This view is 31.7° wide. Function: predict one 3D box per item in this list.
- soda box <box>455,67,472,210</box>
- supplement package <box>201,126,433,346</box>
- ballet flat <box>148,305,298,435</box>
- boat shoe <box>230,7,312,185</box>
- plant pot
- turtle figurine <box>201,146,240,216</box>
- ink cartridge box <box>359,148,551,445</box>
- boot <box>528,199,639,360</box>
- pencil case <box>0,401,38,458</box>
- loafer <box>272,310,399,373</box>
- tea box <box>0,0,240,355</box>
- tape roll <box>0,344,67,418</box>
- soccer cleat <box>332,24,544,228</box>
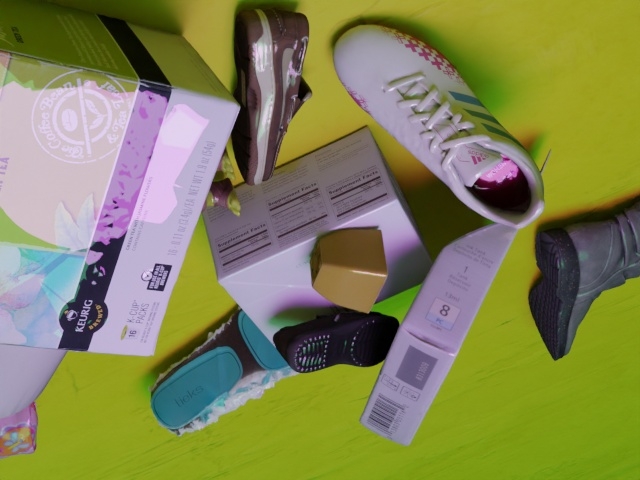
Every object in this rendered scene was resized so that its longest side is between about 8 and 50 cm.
[{"bbox_3d":[0.197,-0.135,1.552,0.069,0.074,0.216,-25,142,9],"label":"soda box"},{"bbox_3d":[0.000,0.000,1.582,0.262,0.145,0.204,-24,142,8],"label":"supplement package"},{"bbox_3d":[-0.101,0.173,1.797,0.409,0.147,0.147,-32,140,22],"label":"ballet flat"},{"bbox_3d":[-0.053,-0.171,1.396,0.095,0.095,0.257,-12,142,-17],"label":"boat shoe"},{"bbox_3d":[0.032,0.035,1.459,0.083,0.081,0.081,9,135,-16],"label":"plant pot"},{"bbox_3d":[-0.218,-0.046,1.477,0.217,0.087,0.269,-15,122,-12],"label":"turtle figurine"},{"bbox_3d":[0.195,0.071,1.630,0.091,0.385,0.308,25,147,8],"label":"ink cartridge box"},{"bbox_3d":[0.477,0.070,1.894,0.223,0.118,0.338,-19,147,-8],"label":"boot"},{"bbox_3d":[-0.581,0.288,1.734,0.284,0.124,0.124,-6,141,-13],"label":"pencil case"},{"bbox_3d":[0.023,0.130,1.581,0.220,0.078,0.080,0,112,-45],"label":"loafer"},{"bbox_3d":[-0.310,-0.075,1.232,0.324,0.220,0.329,8,115,-28],"label":"tea box"},{"bbox_3d":[-0.428,0.083,1.433,0.246,0.246,0.169,11,133,-32],"label":"tape roll"},{"bbox_3d":[0.155,-0.141,1.379,0.331,0.143,0.116,39,105,-12],"label":"soccer cleat"}]
